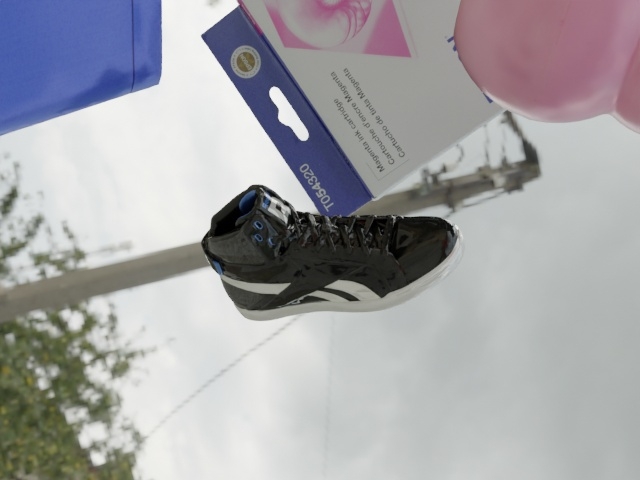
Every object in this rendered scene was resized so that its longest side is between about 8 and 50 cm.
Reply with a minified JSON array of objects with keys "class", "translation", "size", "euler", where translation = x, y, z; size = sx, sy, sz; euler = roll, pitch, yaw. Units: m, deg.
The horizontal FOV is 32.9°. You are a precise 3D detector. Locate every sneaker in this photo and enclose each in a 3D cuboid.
[{"class":"sneaker","translation":[0.000,0.000,0.897],"size":[0.079,0.217,0.121],"euler":[-83,150,-43]}]

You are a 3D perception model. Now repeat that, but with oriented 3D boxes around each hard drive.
[{"class":"hard drive","translation":[-0.237,-0.164,0.711],"size":[0.040,0.319,0.210],"euler":[27,-53,33]}]

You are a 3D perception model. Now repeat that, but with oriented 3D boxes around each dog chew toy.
[{"class":"dog chew toy","translation":[0.287,-0.179,0.920],"size":[0.332,0.206,0.206],"euler":[17,-52,8]}]

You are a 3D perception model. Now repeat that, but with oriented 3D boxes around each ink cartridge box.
[{"class":"ink cartridge box","translation":[0.044,-0.228,1.386],"size":[0.330,0.071,0.324],"euler":[-35,-92,18]}]
